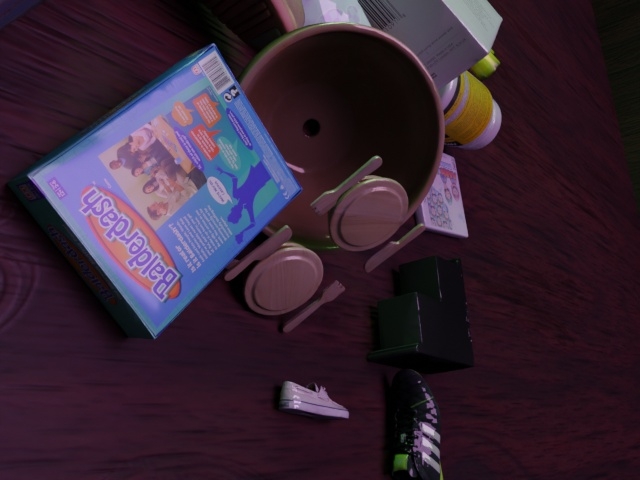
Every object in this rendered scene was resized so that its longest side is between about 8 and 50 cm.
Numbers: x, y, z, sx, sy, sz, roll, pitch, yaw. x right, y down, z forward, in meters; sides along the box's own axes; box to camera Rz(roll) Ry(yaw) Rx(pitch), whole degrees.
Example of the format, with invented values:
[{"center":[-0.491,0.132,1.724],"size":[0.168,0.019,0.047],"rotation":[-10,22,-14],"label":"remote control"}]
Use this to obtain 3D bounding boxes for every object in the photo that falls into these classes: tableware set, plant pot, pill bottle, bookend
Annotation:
[{"center":[0.000,0.000,0.718],"size":[0.128,0.194,0.039],"rotation":[50,4,-46],"label":"tableware set"},{"center":[0.004,-0.113,0.766],"size":[0.237,0.237,0.110],"rotation":[56,-3,-24],"label":"plant pot"},{"center":[0.203,-0.218,1.140],"size":[0.208,0.119,0.119],"rotation":[15,64,-52],"label":"pill bottle"},{"center":[0.129,0.088,0.942],"size":[0.157,0.072,0.156],"rotation":[21,59,-50],"label":"bookend"}]

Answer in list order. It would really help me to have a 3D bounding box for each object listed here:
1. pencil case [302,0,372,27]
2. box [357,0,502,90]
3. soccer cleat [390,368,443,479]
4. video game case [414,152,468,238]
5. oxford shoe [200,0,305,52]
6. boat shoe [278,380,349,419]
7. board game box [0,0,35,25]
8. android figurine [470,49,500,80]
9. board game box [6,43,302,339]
[{"center":[0.027,-0.199,0.882],"size":[0.124,0.113,0.273],"rotation":[-40,115,-18],"label":"pencil case"},{"center":[0.109,-0.283,0.942],"size":[0.182,0.181,0.119],"rotation":[44,43,-14],"label":"box"},{"center":[0.112,0.247,0.864],"size":[0.072,0.060,0.179],"rotation":[1,78,-54],"label":"soccer cleat"},{"center":[0.188,-0.080,1.148],"size":[0.157,0.019,0.143],"rotation":[10,69,-54],"label":"video game case"},{"center":[-0.106,-0.378,0.700],"size":[0.146,0.140,0.397],"rotation":[-41,113,-26],"label":"oxford shoe"},{"center":[-0.005,0.167,0.749],"size":[0.100,0.035,0.035],"rotation":[24,60,-41],"label":"boat shoe"},{"center":[-0.148,-0.217,0.448],"size":[0.066,0.319,0.318],"rotation":[54,37,-25],"label":"board game box"},{"center":[0.183,-0.378,1.170],"size":[0.273,0.056,0.248],"rotation":[40,24,-14],"label":"android figurine"},{"center":[-0.126,-0.045,0.605],"size":[0.210,0.047,0.160],"rotation":[-48,117,-36],"label":"board game box"}]
